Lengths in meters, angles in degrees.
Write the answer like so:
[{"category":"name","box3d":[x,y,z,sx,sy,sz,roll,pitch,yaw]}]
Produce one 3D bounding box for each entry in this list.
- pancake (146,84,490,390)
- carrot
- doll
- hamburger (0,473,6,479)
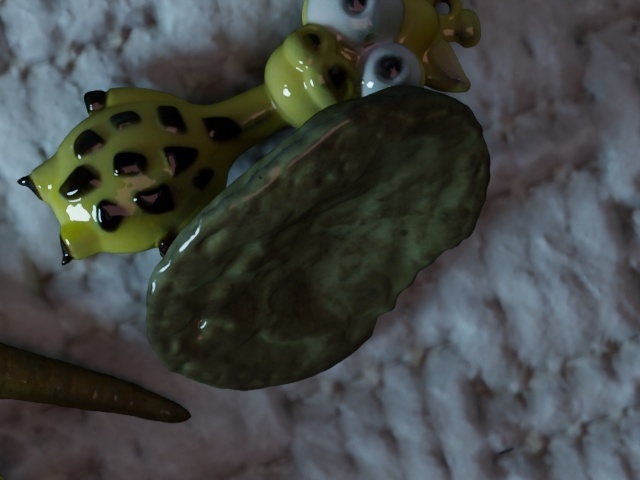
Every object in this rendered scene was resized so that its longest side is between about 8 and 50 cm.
[{"category":"pancake","box3d":[0.000,-0.001,1.171,0.222,0.042,0.236,-1,136,-37]},{"category":"carrot","box3d":[-0.195,0.077,1.201,0.254,0.049,0.049,18,101,-22]},{"category":"doll","box3d":[-0.038,-0.077,1.169,0.291,0.086,0.117,-28,87,-5]},{"category":"hamburger","box3d":[-0.248,0.219,1.188,0.173,0.116,0.210,-17,109,-6]}]
